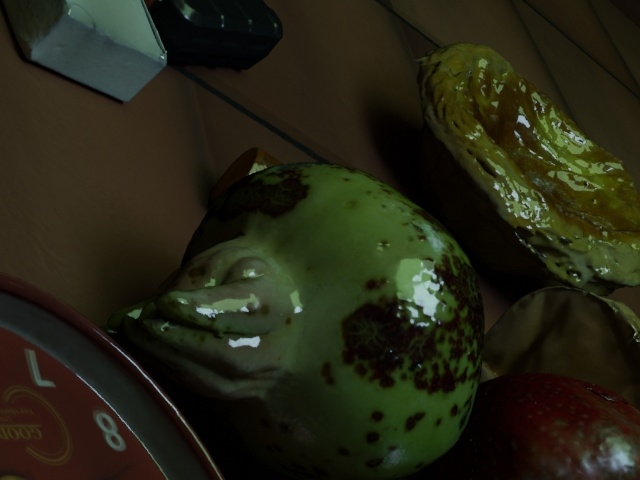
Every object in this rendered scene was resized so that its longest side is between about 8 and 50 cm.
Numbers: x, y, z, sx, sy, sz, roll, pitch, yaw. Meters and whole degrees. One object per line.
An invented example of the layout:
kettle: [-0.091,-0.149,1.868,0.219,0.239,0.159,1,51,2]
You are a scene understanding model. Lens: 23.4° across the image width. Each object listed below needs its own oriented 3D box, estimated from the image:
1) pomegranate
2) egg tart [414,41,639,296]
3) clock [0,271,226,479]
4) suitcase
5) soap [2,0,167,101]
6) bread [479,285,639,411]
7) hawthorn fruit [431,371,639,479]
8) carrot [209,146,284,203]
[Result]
pomegranate: [-0.010,0.042,1.012,0.222,0.204,0.276,30,-9,37]
egg tart: [0.217,-0.063,1.713,0.352,0.150,0.352,34,28,-21]
clock: [-0.144,0.151,0.788,0.318,0.080,0.318,47,18,-20]
suitcase: [-0.167,-0.288,1.449,0.285,0.066,0.206,55,23,12]
soap: [-0.205,-0.210,1.260,0.121,0.064,0.183,23,35,-50]
bread: [0.262,0.176,1.348,0.156,0.204,0.288,4,46,-55]
hawthorn fruit: [0.163,0.173,1.215,0.235,0.181,0.181,38,13,32]
carrot: [0.000,0.000,1.291,0.193,0.087,0.087,44,23,-9]
